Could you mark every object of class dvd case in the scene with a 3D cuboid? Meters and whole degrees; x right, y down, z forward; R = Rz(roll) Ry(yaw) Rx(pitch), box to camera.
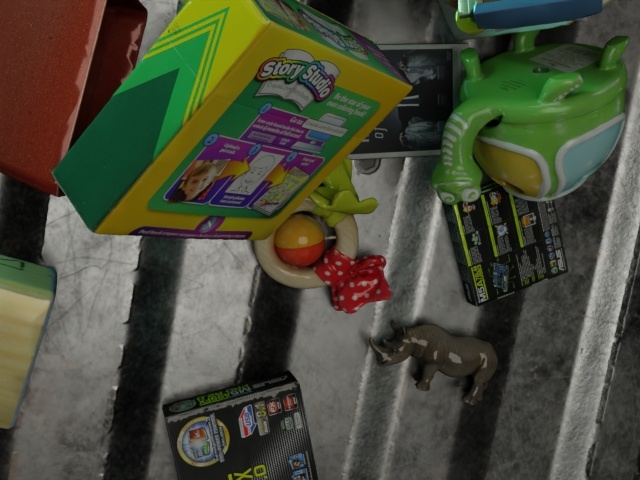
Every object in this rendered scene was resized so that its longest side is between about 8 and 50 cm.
[{"bbox_3d":[0.123,-0.221,1.353,0.238,0.029,0.180,-5,100,-16],"label":"dvd case"}]

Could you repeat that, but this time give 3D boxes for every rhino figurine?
[{"bbox_3d":[0.188,0.194,1.417,0.243,0.073,0.106,18,97,-17],"label":"rhino figurine"}]

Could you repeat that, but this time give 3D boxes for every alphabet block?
[{"bbox_3d":[-0.479,0.117,1.148,0.197,0.192,0.194,18,92,-17],"label":"alphabet block"}]

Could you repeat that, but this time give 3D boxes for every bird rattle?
[{"bbox_3d":[0.000,0.000,1.326,0.206,0.143,0.254,-4,122,3],"label":"bird rattle"}]

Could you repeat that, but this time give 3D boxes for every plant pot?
[{"bbox_3d":[-0.387,-0.221,1.097,0.235,0.267,0.267,16,94,-4],"label":"plant pot"}]

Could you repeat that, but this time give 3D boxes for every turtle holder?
[{"bbox_3d":[0.329,-0.172,1.297,0.320,0.243,0.228,-50,140,-45],"label":"turtle holder"}]

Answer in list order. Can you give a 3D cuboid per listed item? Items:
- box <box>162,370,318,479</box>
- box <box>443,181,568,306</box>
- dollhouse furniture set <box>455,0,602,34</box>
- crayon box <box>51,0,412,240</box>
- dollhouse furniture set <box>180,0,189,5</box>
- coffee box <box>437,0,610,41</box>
[{"bbox_3d":[-0.118,0.367,1.361,0.216,0.060,0.270,-13,102,-15],"label":"box"},{"bbox_3d":[0.314,-0.007,1.437,0.184,0.045,0.191,-19,105,-10],"label":"box"},{"bbox_3d":[0.307,-0.380,1.011,0.303,0.198,0.287,-6,79,16],"label":"dollhouse furniture set"},{"bbox_3d":[-0.090,-0.142,1.052,0.313,0.363,0.106,-46,69,20],"label":"crayon box"},{"bbox_3d":[-0.237,-0.380,1.071,0.355,0.303,0.174,44,109,-3],"label":"dollhouse furniture set"},{"bbox_3d":[0.332,-0.512,1.204,0.338,0.337,0.335,-31,107,-10],"label":"coffee box"}]
